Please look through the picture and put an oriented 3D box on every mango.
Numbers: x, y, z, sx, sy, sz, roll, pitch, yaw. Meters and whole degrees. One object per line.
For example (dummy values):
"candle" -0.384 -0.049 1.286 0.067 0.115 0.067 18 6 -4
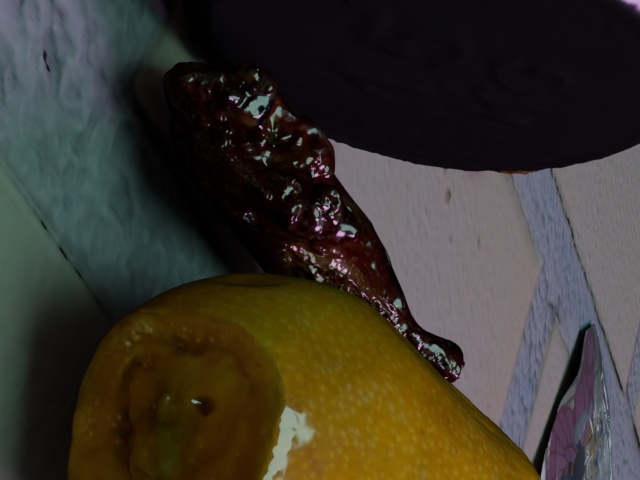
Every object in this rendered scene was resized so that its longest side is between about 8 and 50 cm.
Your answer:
"mango" 0.019 0.137 0.567 0.359 0.144 0.187 66 34 -38

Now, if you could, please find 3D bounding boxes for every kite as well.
"kite" 0.167 0.216 1.015 0.360 0.022 0.204 -48 133 -54

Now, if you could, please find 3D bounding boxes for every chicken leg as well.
"chicken leg" -0.005 -0.004 0.580 0.048 0.089 0.219 -40 143 -4

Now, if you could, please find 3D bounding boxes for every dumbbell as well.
"dumbbell" 0.072 -0.210 0.583 0.204 0.203 0.322 43 54 -57

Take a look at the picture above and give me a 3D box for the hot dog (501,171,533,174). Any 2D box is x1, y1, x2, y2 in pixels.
"hot dog" 0.125 -0.111 0.855 0.099 0.065 0.147 38 59 -48
